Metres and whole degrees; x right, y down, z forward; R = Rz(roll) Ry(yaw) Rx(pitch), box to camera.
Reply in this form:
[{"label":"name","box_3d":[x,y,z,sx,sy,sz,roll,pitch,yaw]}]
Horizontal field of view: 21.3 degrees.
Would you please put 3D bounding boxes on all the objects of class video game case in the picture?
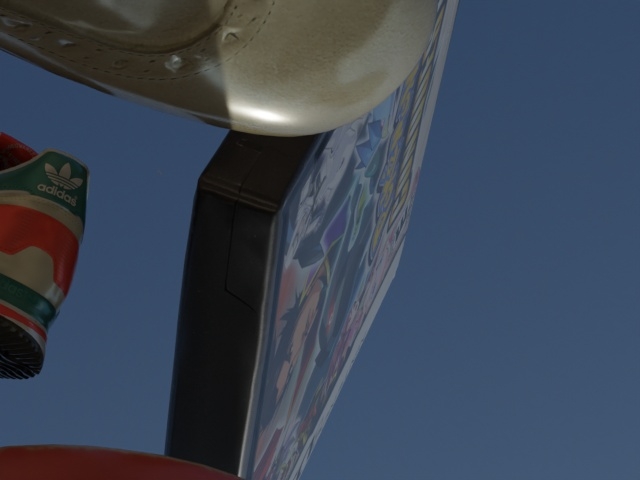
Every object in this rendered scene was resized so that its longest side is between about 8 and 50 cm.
[{"label":"video game case","box_3d":[0.000,0.000,0.702,0.035,0.275,0.248,20,-134,9]}]

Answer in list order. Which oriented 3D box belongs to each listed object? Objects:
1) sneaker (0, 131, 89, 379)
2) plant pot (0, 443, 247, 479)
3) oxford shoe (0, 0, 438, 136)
[{"label":"sneaker","box_3d":[-0.121,0.004,0.588,0.057,0.161,0.075,31,-107,-24]},{"label":"plant pot","box_3d":[-0.086,0.211,0.511,0.275,0.275,0.243,-1,-124,-5]},{"label":"oxford shoe","box_3d":[-0.066,-0.105,0.332,0.140,0.397,0.146,-48,-127,4]}]
